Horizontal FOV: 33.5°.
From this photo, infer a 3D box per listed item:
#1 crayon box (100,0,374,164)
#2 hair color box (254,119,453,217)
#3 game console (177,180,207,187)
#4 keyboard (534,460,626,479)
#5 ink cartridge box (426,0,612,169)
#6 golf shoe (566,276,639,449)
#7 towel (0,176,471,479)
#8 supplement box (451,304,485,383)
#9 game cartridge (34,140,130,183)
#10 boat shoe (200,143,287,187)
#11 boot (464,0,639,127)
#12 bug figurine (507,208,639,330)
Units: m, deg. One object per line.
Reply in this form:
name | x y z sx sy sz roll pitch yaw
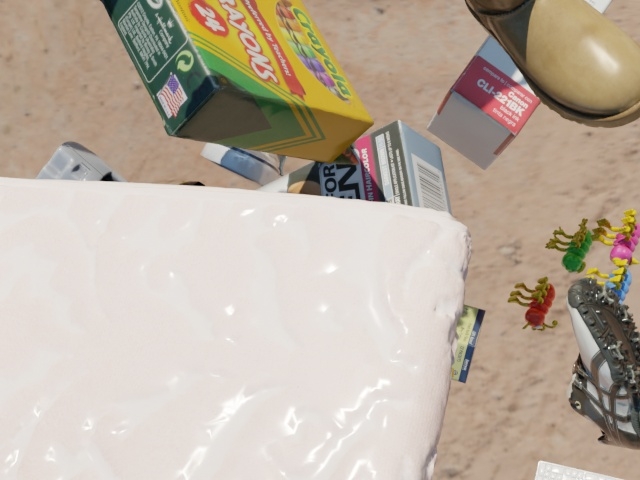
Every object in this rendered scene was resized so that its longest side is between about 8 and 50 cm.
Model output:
crayon box | -0.070 -0.194 1.164 0.081 0.318 0.202 -41 66 27
hair color box | 0.000 0.000 1.500 0.374 0.113 0.185 -25 58 31
game console | -0.122 0.056 1.797 0.361 0.213 0.044 32 134 -23
keyboard | 0.506 0.452 1.879 0.255 0.014 0.072 10 71 17
ink cartridge box | 0.285 -0.258 1.519 0.114 0.197 0.273 35 79 3
golf shoe | 0.254 0.123 0.967 0.093 0.077 0.198 -16 116 37
towel | -0.107 0.124 0.506 0.316 0.053 0.332 5 64 18
supplement box | 0.145 0.115 1.267 0.083 0.083 0.056 15 122 10
game cartridge | -0.221 0.048 1.207 0.297 0.062 0.198 42 128 -6
boat shoe | -0.103 -0.179 1.778 0.135 0.367 0.157 27 95 -5
boot | 0.146 -0.217 0.843 0.089 0.269 0.236 -47 56 4
bug figurine | 0.441 0.055 1.766 0.072 0.216 0.279 37 157 -16
